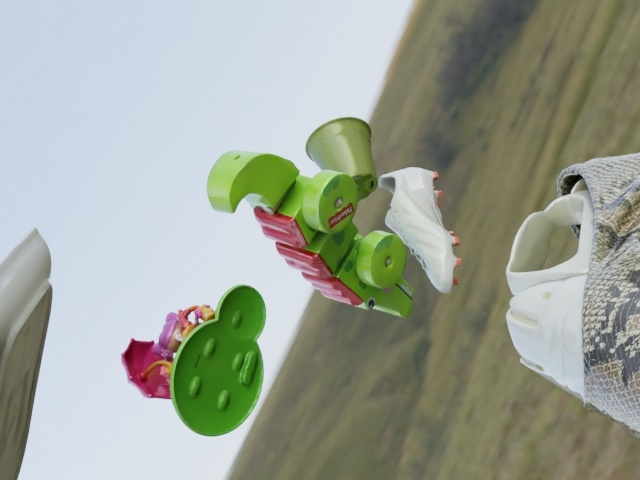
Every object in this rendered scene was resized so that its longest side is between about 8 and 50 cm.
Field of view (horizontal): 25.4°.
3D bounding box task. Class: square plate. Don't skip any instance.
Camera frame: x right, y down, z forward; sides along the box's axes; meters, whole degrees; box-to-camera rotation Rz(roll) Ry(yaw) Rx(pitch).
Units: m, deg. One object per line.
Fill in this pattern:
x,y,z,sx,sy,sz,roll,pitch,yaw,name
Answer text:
-0.355,0.189,1.547,0.347,0.049,0.344,-89,12,-75,square plate

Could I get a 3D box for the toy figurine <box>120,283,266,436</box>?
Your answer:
-0.156,0.125,1.614,0.130,0.159,0.173,30,-106,-40,toy figurine

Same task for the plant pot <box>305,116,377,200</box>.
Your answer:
0.033,-0.090,1.688,0.083,0.083,0.079,102,154,-49,plant pot

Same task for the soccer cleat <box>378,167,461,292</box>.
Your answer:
0.120,-0.010,1.729,0.068,0.076,0.196,93,169,-47,soccer cleat

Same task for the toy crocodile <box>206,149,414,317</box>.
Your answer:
0.000,0.000,1.573,0.105,0.115,0.340,-60,-40,-15,toy crocodile

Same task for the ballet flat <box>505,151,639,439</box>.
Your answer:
0.272,0.050,1.398,0.483,0.182,0.164,-69,-23,-61,ballet flat
